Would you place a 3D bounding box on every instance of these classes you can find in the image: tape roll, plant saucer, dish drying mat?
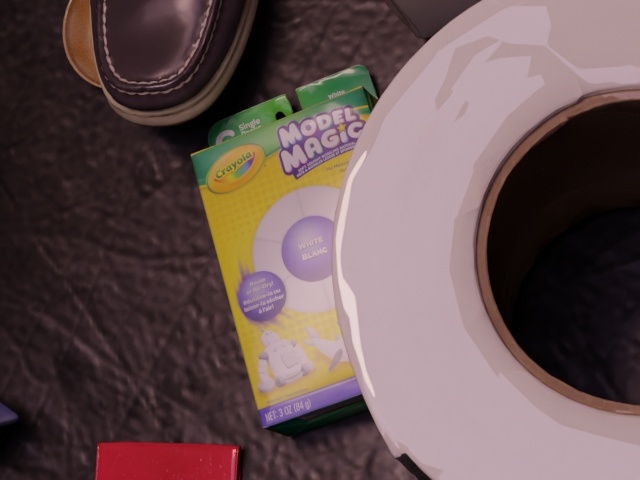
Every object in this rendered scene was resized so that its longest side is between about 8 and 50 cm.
[{"bbox_3d":[0.137,0.022,0.720,0.246,0.169,0.246,-3,76,10],"label":"tape roll"},{"bbox_3d":[-0.107,-0.123,0.955,0.083,0.015,0.083,-5,75,20],"label":"plant saucer"},{"bbox_3d":[-0.081,0.124,0.891,0.083,0.008,0.032,-1,78,20],"label":"dish drying mat"}]

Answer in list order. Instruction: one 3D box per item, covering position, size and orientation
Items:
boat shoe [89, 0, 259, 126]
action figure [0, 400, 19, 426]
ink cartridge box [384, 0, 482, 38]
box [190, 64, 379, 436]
[{"bbox_3d":[-0.082,-0.205,0.911,0.103,0.092,0.285,4,73,17],"label":"boat shoe"},{"bbox_3d":[-0.351,0.072,0.924,0.341,0.178,0.330,23,96,25],"label":"action figure"},{"bbox_3d":[0.107,-0.242,0.853,0.172,0.100,0.237,-9,74,19],"label":"ink cartridge box"},{"bbox_3d":[0.000,0.000,0.870,0.105,0.043,0.179,-21,69,14],"label":"box"}]
